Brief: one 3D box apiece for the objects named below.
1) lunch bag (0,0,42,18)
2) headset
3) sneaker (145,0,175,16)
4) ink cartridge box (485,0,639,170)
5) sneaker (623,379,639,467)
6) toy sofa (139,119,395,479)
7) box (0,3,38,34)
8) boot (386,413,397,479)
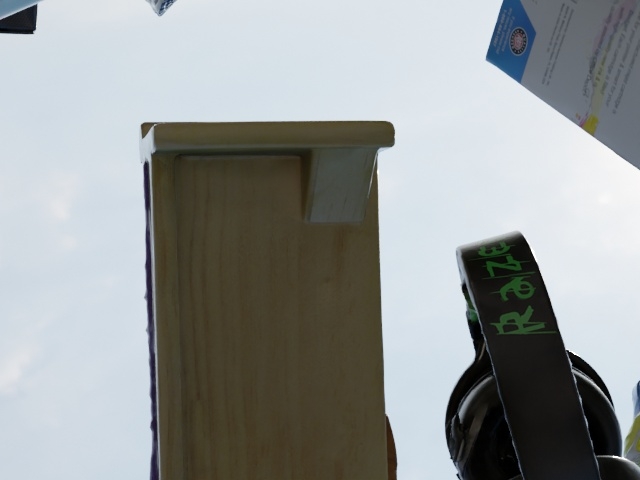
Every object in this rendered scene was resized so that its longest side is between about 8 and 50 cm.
[{"bbox_3d":[-0.283,-0.310,1.127,0.223,0.262,0.160,-25,173,-4],"label":"lunch bag"},{"bbox_3d":[0.139,0.185,1.034,0.185,0.394,0.243,-16,-150,4],"label":"headset"},{"bbox_3d":[-0.174,-0.273,1.538,0.052,0.058,0.135,-46,-170,-10],"label":"sneaker"},{"bbox_3d":[0.302,-0.190,1.301,0.168,0.171,0.232,-16,-134,-37],"label":"ink cartridge box"},{"bbox_3d":[0.373,0.204,1.493,0.091,0.240,0.126,-3,-116,23],"label":"sneaker"},{"bbox_3d":[-0.036,0.103,0.924,0.150,0.363,0.177,-2,180,-11],"label":"toy sofa"},{"bbox_3d":[-0.389,-0.341,1.545,0.183,0.233,0.059,3,-164,-11],"label":"box"},{"bbox_3d":[-0.037,0.279,1.612,0.280,0.096,0.264,23,-137,-29],"label":"boot"}]
